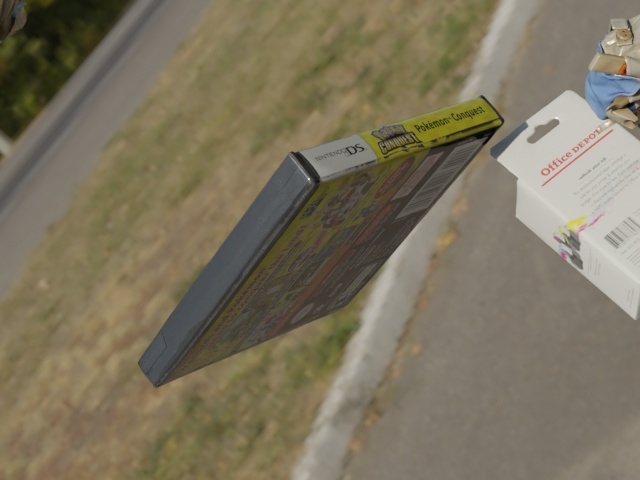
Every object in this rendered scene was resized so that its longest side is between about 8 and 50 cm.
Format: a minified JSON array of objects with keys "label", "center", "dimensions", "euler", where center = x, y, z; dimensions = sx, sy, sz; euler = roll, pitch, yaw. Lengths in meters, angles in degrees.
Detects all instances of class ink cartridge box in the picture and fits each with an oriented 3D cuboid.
[{"label":"ink cartridge box","center":[0.238,-0.033,1.322],"dimensions":[0.104,0.181,0.061],"euler":[-37,-29,-17]}]

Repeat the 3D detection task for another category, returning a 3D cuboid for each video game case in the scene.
[{"label":"video game case","center":[0.000,0.000,1.299],"dimensions":[0.248,0.035,0.275],"euler":[-21,-23,-47]}]

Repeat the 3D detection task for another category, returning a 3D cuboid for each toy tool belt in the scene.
[{"label":"toy tool belt","center":[0.162,-0.084,0.853],"dimensions":[0.051,0.052,0.083],"euler":[-26,-27,-15]}]

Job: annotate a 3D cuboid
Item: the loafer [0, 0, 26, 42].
[{"label":"loafer","center":[-0.230,-0.161,1.097],"dimensions":[0.056,0.050,0.148],"euler":[-26,29,6]}]
